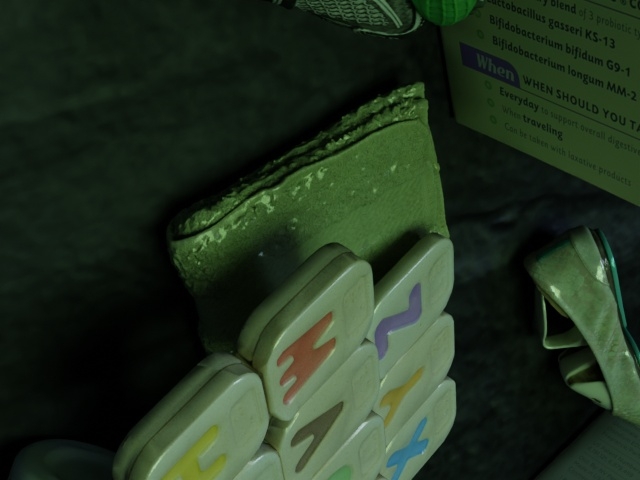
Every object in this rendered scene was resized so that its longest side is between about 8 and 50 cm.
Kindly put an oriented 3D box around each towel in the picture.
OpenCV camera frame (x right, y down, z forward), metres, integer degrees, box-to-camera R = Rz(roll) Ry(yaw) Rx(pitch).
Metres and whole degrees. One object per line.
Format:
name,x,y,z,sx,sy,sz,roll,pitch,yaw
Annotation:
towel,0.000,0.000,0.616,0.148,0.027,0.110,-33,132,-25

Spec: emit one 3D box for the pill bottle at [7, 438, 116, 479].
pill bottle,-0.115,0.150,0.571,0.065,0.065,0.116,9,107,-43

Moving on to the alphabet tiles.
alphabet tiles,-0.017,0.134,0.623,0.278,0.021,0.284,-43,148,-28

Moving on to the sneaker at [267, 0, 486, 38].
sneaker,-0.063,-0.142,0.440,0.146,0.134,0.343,-33,151,27

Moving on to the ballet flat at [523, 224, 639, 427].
ballet flat,0.155,0.057,0.775,0.052,0.057,0.168,-23,128,5

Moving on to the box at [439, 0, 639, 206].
box,0.149,-0.139,0.536,0.117,0.213,0.243,-33,130,-23

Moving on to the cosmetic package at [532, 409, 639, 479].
cosmetic package,0.284,0.178,0.883,0.225,0.138,0.224,-43,134,-16
